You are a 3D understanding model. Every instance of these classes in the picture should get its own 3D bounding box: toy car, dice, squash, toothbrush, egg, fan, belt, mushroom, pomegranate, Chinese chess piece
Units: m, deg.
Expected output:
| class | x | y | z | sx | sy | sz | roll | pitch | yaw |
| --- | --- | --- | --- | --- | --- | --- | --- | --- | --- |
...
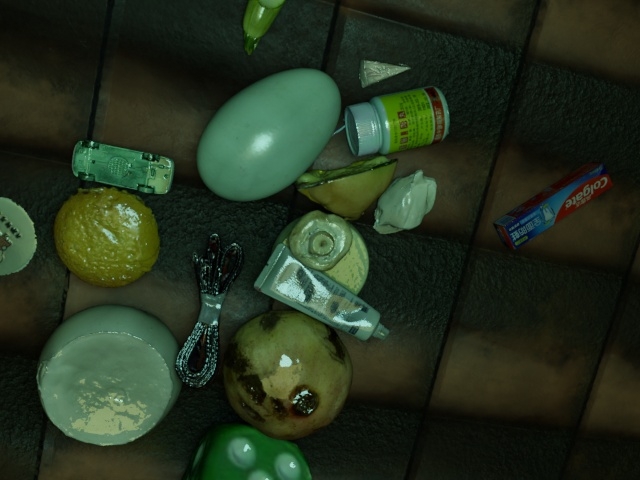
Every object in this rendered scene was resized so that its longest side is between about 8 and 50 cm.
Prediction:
| class | x | y | z | sx | sy | sz | roll | pitch | yaw |
| --- | --- | --- | --- | --- | --- | --- | --- | --- | --- |
| toy car | -0.450 | -0.169 | 1.216 | 0.224 | 0.076 | 0.090 | 12 | 100 | -4 |
| dice | -0.201 | 0.644 | 1.263 | 0.287 | 0.300 | 0.297 | 25 | 127 | -13 |
| squash | -0.131 | -0.522 | 1.199 | 0.090 | 0.075 | 0.200 | 18 | 100 | -39 |
| toothbrush | 0.010 | -0.249 | 1.308 | 0.193 | 0.013 | 0.019 | -41 | 98 | 0 |
| egg | -0.109 | -0.238 | 1.180 | 0.371 | 0.230 | 0.230 | -39 | 105 | -7 |
| fan | -0.816 | 0.034 | 1.228 | 0.329 | 0.009 | 0.191 | -37 | 105 | -1 |
| belt | -0.259 | 0.166 | 1.235 | 0.126 | 0.094 | 0.360 | 10 | 73 | -13 |
| mushroom | 0.000 | 0.000 | 1.204 | 0.147 | 0.112 | 0.148 | 0 | 99 | 0 |
| pomegranate | -0.079 | 0.318 | 1.275 | 0.321 | 0.322 | 0.322 | -2 | 101 | -9 |
| Chinese chess piece | -0.001 | 0.055 | 1.321 | 0.250 | 0.101 | 0.251 | -2 | 101 | -9 |

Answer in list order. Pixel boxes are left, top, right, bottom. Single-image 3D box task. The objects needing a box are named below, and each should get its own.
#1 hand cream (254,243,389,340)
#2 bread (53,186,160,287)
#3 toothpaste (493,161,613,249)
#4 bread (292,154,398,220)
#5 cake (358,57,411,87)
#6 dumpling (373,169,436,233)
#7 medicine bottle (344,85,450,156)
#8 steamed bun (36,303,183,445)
| class | x | y | z | sx | sy | sz | roll | pitch | yaw |
| --- | --- | --- | --- | --- | --- | --- | --- | --- | --- |
| hand cream | 0.015 | 0.144 | 1.263 | 0.340 | 0.078 | 0.124 | 31 | 89 | -5 |
| bread | -0.482 | -0.010 | 1.208 | 0.239 | 0.139 | 0.240 | -2 | 101 | -9 |
| toothpaste | 0.622 | -0.095 | 1.416 | 0.320 | 0.066 | 0.076 | -33 | 104 | -1 |
| bread | 0.061 | -0.116 | 1.266 | 0.251 | 0.174 | 0.133 | -16 | 110 | -13 |
| cake | 0.156 | -0.404 | 1.285 | 0.121 | 0.052 | 0.065 | 0 | 96 | -10 |
| dumpling | 0.220 | -0.090 | 1.329 | 0.136 | 0.118 | 0.199 | 16 | 126 | -26 |
| medicine bottle | 0.181 | -0.282 | 1.265 | 0.225 | 0.139 | 0.139 | -13 | 103 | -7 |
| steamed bun | -0.483 | 0.304 | 1.235 | 0.324 | 0.206 | 0.325 | -3 | 102 | -16 |
